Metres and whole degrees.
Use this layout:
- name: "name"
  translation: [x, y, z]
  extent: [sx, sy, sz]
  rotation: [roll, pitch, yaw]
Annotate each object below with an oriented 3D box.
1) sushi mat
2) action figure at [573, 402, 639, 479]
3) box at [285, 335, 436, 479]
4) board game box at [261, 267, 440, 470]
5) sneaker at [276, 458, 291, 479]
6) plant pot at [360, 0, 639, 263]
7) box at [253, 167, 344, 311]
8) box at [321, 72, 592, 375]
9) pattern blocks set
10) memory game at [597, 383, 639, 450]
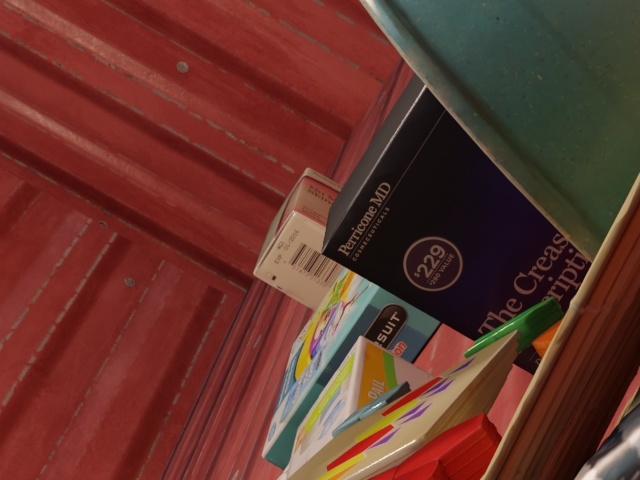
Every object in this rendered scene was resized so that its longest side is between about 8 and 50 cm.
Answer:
- name: "sushi mat"
  translation: [0.111, 0.009, 0.367]
  extent: [0.151, 0.019, 0.316]
  rotation: [-22, -42, -57]
- name: "action figure"
  translation: [0.169, 0.018, 0.255]
  extent: [0.341, 0.178, 0.330]
  rotation: [-72, 3, -76]
- name: "box"
  translation: [0.039, 0.181, 0.824]
  extent: [0.114, 0.103, 0.203]
  rotation: [-58, 7, 24]
- name: "board game box"
  translation: [0.064, 0.072, 1.236]
  extent: [0.336, 0.079, 0.254]
  rotation: [-58, 7, 23]
- name: "sneaker"
  translation: [0.021, 0.183, 1.046]
  extent: [0.232, 0.090, 0.115]
  rotation: [-53, 6, 41]
- name: "plant pot"
  translation: [0.185, -0.138, 0.513]
  extent: [0.255, 0.271, 0.271]
  rotation: [-43, 11, 17]
- name: "box"
  translation: [0.000, 0.000, 1.744]
  extent: [0.127, 0.149, 0.232]
  rotation: [-58, 7, 20]
- name: "box"
  translation: [0.144, -0.066, 0.742]
  extent: [0.261, 0.184, 0.103]
  rotation: [-58, 4, 19]
- name: "pattern blocks set"
  translation: [0.028, 0.110, 0.549]
  extent: [0.285, 0.026, 0.325]
  rotation: [-35, -4, 34]
- name: "memory game"
  translation: [0.114, 0.144, 0.518]
  extent: [0.186, 0.012, 0.186]
  rotation: [-55, -17, -25]
